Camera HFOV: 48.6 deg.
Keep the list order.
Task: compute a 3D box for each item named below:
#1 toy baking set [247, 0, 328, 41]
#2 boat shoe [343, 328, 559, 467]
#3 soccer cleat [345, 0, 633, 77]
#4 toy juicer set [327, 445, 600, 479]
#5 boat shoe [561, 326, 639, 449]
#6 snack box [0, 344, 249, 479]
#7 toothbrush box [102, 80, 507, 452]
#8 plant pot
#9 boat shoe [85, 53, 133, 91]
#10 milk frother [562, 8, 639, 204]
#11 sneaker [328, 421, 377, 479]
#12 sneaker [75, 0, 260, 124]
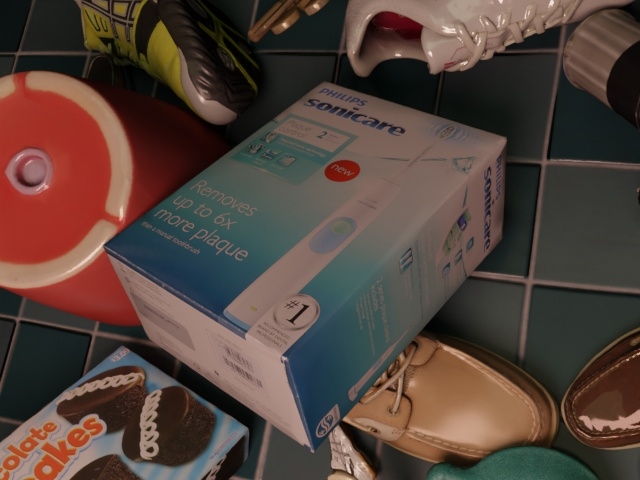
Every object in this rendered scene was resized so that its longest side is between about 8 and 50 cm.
[{"bbox_3d":[0.028,-0.300,0.789,0.256,0.030,0.197,-40,26,3],"label":"toy baking set"},{"bbox_3d":[0.050,0.129,0.676,0.341,0.110,0.121,15,82,23],"label":"boat shoe"},{"bbox_3d":[0.178,-0.230,0.721,0.331,0.116,0.143,-1,59,28],"label":"soccer cleat"},{"bbox_3d":[0.184,0.278,0.603,0.329,0.089,0.209,-6,95,14],"label":"toy juicer set"},{"bbox_3d":[0.321,0.096,0.592,0.257,0.095,0.095,-31,67,10],"label":"boat shoe"},{"bbox_3d":[-0.242,0.255,0.677,0.187,0.060,0.322,26,45,24],"label":"snack box"},{"bbox_3d":[0.000,0.000,0.638,0.216,0.126,0.295,26,53,34],"label":"toothbrush box"},{"bbox_3d":[-0.236,-0.045,0.727,0.275,0.243,0.274,-1,84,9],"label":"plant pot"},{"bbox_3d":[-0.285,-0.164,0.906,0.066,0.066,0.183,-8,74,18],"label":"boat shoe"},{"bbox_3d":[0.299,-0.122,0.666,0.143,0.129,0.134,-64,24,26],"label":"milk frother"},{"bbox_3d":[0.020,0.211,0.709,0.037,0.032,0.083,-40,65,6],"label":"sneaker"},{"bbox_3d":[-0.203,-0.257,0.876,0.147,0.145,0.384,-43,55,14],"label":"sneaker"}]
